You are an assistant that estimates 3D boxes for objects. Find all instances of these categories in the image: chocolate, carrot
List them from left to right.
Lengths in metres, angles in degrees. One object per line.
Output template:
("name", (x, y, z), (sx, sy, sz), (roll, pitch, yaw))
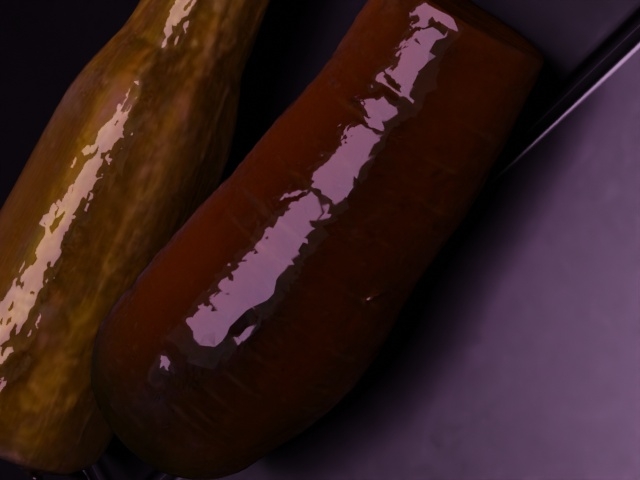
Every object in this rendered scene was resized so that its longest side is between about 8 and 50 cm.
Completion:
("chocolate", (-0.075, -0.021, 0.660), (0.085, 0.085, 0.219), (34, 102, 33))
("carrot", (0.000, 0.000, 0.605), (0.193, 0.087, 0.087), (-48, 60, 15))
